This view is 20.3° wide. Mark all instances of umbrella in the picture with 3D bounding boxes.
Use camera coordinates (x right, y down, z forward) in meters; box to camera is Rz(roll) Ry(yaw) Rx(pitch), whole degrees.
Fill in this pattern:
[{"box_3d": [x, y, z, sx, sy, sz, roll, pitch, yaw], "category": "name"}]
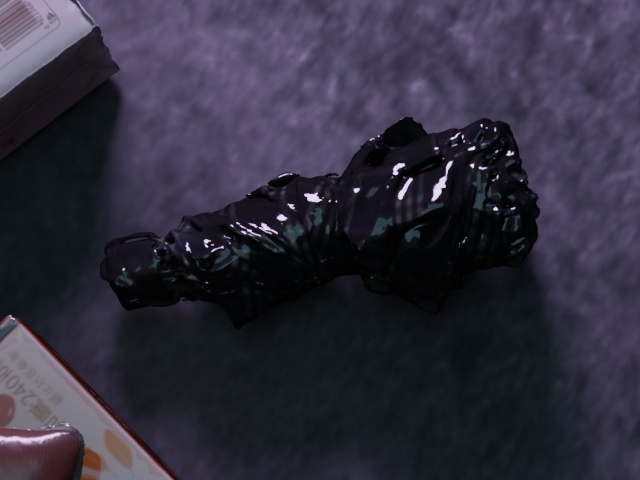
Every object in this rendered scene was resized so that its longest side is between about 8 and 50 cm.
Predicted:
[{"box_3d": [0.005, 0.011, 1.387, 0.336, 0.128, 0.154, -24, 62, 3], "category": "umbrella"}]

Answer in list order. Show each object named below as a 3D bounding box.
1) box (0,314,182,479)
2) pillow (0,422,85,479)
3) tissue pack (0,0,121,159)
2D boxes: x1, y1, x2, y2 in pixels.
[{"box_3d": [-0.214, 0.311, 1.318, 0.385, 0.122, 0.344, 44, 82, 11], "category": "box"}, {"box_3d": [-0.258, 0.202, 1.242, 0.179, 0.075, 0.171, 6, 78, 4], "category": "pillow"}, {"box_3d": [-0.308, -0.151, 1.427, 0.225, 0.124, 0.185, -38, 78, -6], "category": "tissue pack"}]
